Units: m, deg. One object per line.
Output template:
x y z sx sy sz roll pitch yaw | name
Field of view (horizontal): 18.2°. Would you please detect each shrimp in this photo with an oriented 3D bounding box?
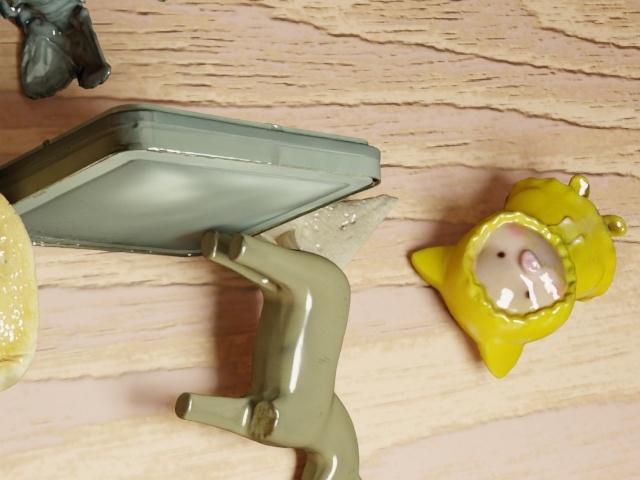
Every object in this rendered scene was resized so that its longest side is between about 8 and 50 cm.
-0.312 -0.257 1.608 0.410 0.221 0.166 35 45 -55 | shrimp

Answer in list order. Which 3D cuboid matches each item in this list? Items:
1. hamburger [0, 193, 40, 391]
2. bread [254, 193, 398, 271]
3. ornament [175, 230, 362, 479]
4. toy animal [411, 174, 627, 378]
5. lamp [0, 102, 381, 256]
-0.305 0.038 1.506 0.213 0.108 0.214 2 87 -59 | hamburger
-0.009 -0.019 1.850 0.105 0.077 0.152 50 45 -14 | bread
-0.025 0.125 1.737 0.245 0.061 0.230 20 77 -49 | ornament
0.211 0.019 1.993 0.230 0.156 0.156 -33 94 -34 | toy animal
-0.125 -0.040 1.624 0.266 0.269 0.047 7 71 -40 | lamp
